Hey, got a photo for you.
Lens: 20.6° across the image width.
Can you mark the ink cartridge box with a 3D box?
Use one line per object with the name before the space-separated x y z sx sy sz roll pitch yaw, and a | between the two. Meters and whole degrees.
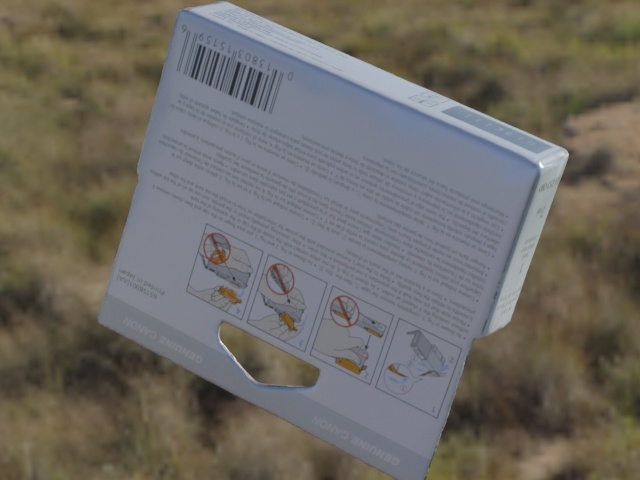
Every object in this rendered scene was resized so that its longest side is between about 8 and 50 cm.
ink cartridge box | 0.000 0.000 1.183 0.275 0.239 0.060 26 23 21
